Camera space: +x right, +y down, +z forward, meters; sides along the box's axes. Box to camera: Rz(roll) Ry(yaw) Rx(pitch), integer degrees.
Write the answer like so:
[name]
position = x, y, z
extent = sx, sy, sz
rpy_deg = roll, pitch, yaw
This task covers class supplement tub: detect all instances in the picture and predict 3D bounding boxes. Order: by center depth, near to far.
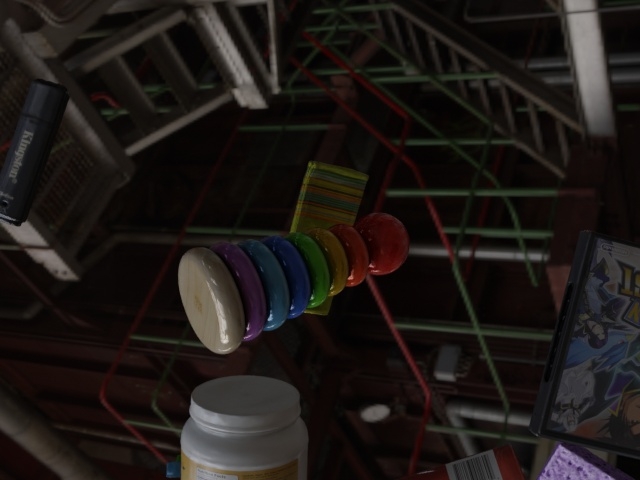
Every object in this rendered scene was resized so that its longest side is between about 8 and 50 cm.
[supplement tub]
position = -0.137, 0.423, 1.544
extent = 0.228, 0.228, 0.316
rpy_deg = -18, -67, -61

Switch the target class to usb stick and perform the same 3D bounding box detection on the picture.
[usb stick]
position = -0.544, -0.165, 1.603
extent = 0.045, 0.077, 0.278
rpy_deg = -7, -64, -88

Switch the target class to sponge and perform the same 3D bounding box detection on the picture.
[sponge]
position = 0.394, 0.370, 1.167
extent = 0.031, 0.210, 0.117
rpy_deg = -30, -33, -58

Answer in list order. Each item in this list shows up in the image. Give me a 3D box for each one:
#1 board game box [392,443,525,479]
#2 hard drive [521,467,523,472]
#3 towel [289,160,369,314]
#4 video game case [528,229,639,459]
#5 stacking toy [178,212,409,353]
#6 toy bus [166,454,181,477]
[board game box]
position = 0.071, 0.220, 0.506
extent = 0.027, 0.145, 0.281
rpy_deg = -101, -11, -47
[hard drive]
position = 0.285, 0.548, 1.593
extent = 0.307, 0.040, 0.203
rpy_deg = -8, -59, -61
[towel]
position = 0.000, 0.000, 1.330
extent = 0.102, 0.021, 0.237
rpy_deg = 11, -79, -25
[video game case]
position = 0.411, 0.140, 1.027
extent = 0.035, 0.274, 0.248
rpy_deg = -148, 72, -82
[stacking toy]
position = -0.018, 0.034, 1.161
extent = 0.330, 0.141, 0.141
rpy_deg = -19, -68, -29
[toy bus]
position = -0.316, 0.555, 1.770
extent = 0.202, 0.104, 0.191
rpy_deg = 77, -167, -50
